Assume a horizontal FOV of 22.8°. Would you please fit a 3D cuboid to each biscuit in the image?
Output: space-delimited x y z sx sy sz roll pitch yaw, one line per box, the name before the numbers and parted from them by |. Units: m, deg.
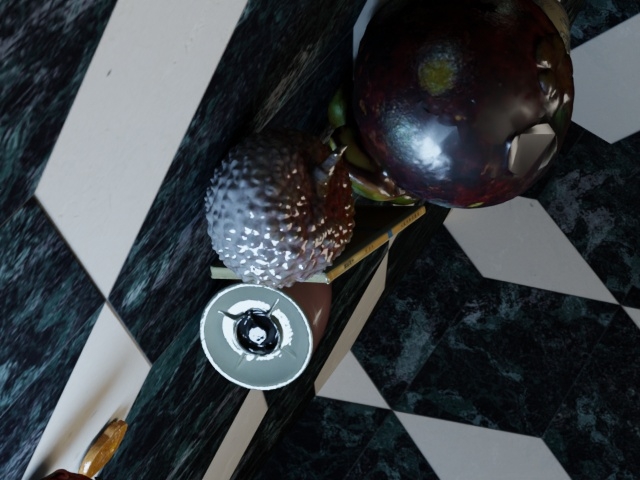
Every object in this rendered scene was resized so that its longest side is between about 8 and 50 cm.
biscuit | -0.259 0.245 1.885 0.078 0.015 0.091 -64 170 26

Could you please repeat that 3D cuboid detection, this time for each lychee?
lychee | -0.036 -0.038 1.642 0.197 0.165 0.165 -28 -165 43

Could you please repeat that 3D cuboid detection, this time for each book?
book | 0.000 -0.001 1.943 0.241 0.170 0.018 -34 119 -52

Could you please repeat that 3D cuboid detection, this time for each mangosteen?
mangosteen | 0.160 -0.172 1.924 0.311 0.311 0.311 -56 171 -13

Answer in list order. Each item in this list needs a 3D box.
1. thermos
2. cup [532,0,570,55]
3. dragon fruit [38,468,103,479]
thermos | -0.049 0.061 2.064 0.265 0.146 0.176 -57 149 -64
cup | 0.257 -0.255 2.467 0.301 0.227 0.257 -26 -159 43
dragon fruit | -0.278 0.311 1.689 0.142 0.121 0.130 -13 107 -42
